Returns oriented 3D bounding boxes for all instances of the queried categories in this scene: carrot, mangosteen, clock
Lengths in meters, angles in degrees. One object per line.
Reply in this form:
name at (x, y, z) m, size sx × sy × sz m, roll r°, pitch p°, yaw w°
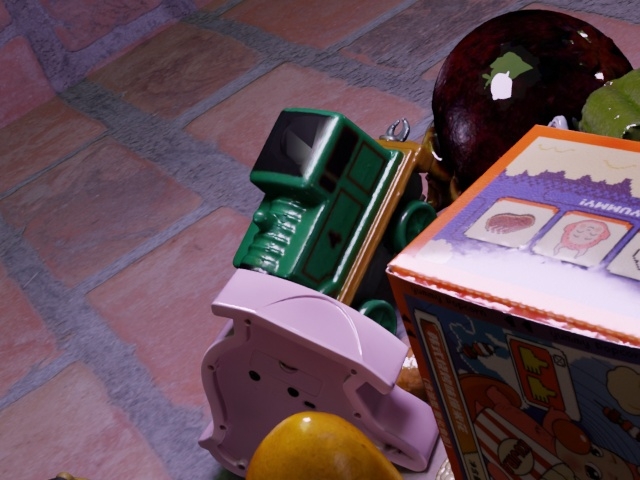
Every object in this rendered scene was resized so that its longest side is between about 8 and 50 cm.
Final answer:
carrot at (0.042, 0.175, 1.595) m, size 0.205 × 0.072 × 0.072 m, roll -9°, pitch 31°, yaw 13°
mangosteen at (0.275, -0.149, 1.772) m, size 0.347 × 0.307 × 0.307 m, roll -44°, pitch 12°, yaw 40°
clock at (-0.001, 0.194, 1.530) m, size 0.290 × 0.275 × 0.080 m, roll 23°, pitch 41°, yaw 9°

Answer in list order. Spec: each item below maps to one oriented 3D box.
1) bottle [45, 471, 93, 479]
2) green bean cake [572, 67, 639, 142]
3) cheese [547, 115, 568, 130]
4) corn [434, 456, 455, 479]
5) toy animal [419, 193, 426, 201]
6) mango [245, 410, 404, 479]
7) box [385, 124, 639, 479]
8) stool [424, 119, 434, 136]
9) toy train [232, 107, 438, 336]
bottle at (-0.397, 0.378, 1.556) m, size 0.351 × 0.172 × 0.171 m, roll -14°, pitch 30°, yaw 21°
green bean cake at (0.458, -0.094, 1.532) m, size 0.246 × 0.250 × 0.156 m, roll -25°, pitch 28°, yaw 3°
cheese at (0.313, -0.023, 1.539) m, size 0.070 × 0.249 × 0.163 m, roll -7°, pitch 8°, yaw -9°
corn at (0.187, 0.230, 1.402) m, size 0.087 × 0.087 × 0.211 m, roll 1°, pitch 44°, yaw 42°
toy animal at (0.052, -0.027, 1.965) m, size 0.214 × 0.094 × 0.186 m, roll -22°, pitch 31°, yaw -8°
mango at (0.006, 0.273, 1.282) m, size 0.187 × 0.257 × 0.138 m, roll 1°, pitch 38°, yaw 41°
box at (0.286, 0.121, 1.174) m, size 0.318 × 0.349 × 0.257 m, roll 16°, pitch 47°, yaw 42°
stool at (0.222, -0.150, 2.011) m, size 0.110 × 0.096 × 0.096 m, roll -7°, pitch 33°, yaw 27°
toy train at (0.000, 0.000, 1.711) m, size 0.178 × 0.249 × 0.429 m, roll 11°, pitch 70°, yaw 46°
